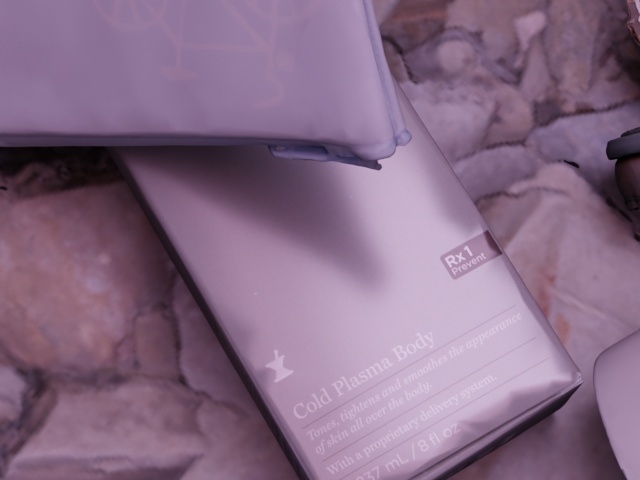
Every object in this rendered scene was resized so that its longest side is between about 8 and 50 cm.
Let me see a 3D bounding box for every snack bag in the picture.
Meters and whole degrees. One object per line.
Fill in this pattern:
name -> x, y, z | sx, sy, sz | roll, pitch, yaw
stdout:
snack bag -> -0.129, -0.185, 0.740 | 0.037, 0.323, 0.342 | -31, 115, -44

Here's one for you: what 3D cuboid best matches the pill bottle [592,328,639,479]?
pill bottle -> 0.269, 0.029, 0.761 | 0.301, 0.169, 0.169 | -32, 76, 21

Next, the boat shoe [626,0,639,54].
boat shoe -> 0.225, -0.216, 0.838 | 0.116, 0.097, 0.324 | 36, 97, 39

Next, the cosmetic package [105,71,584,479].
cosmetic package -> 0.000, 0.000, 0.840 | 0.127, 0.107, 0.238 | -32, 80, -7

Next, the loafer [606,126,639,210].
loafer -> 0.267, -0.033, 0.866 | 0.267, 0.096, 0.084 | -10, 90, -8
